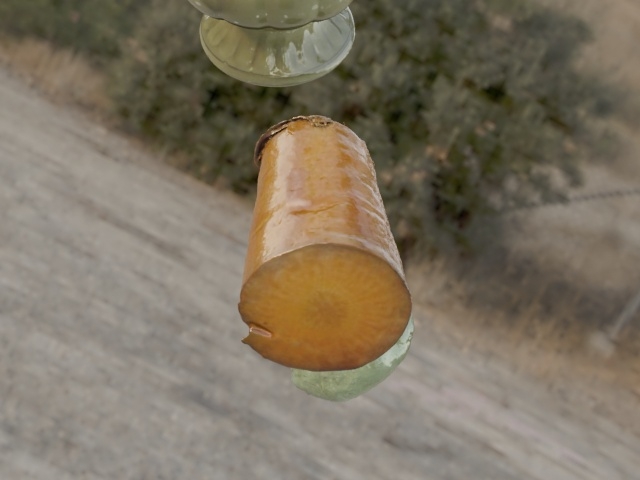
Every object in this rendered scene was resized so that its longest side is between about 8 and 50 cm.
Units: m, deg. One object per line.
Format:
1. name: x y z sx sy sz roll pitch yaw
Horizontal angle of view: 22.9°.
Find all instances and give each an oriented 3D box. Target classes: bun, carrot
1. bun: 0.024 0.121 2.239 0.126 0.204 0.212 47 2 -38
2. carrot: 0.000 0.000 1.811 0.196 0.196 0.254 24 36 -21

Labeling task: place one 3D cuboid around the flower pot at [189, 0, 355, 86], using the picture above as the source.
1. flower pot: -0.066 -0.358 2.073 0.307 0.307 0.244 32 -34 26
